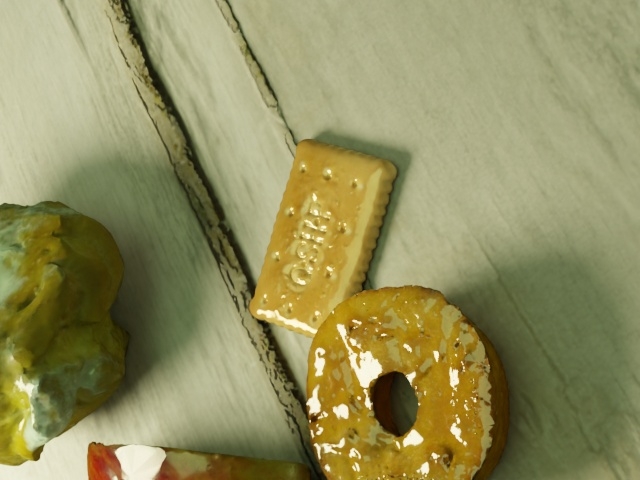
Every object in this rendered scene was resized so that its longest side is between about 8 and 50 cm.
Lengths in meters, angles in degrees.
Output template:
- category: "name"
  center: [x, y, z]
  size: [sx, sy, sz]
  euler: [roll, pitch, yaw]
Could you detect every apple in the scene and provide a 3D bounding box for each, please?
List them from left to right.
- category: "apple"
  center: [-0.169, 0.333, 1.826]
  size: [0.346, 0.179, 0.254]
  euler: [-1, 117, 32]

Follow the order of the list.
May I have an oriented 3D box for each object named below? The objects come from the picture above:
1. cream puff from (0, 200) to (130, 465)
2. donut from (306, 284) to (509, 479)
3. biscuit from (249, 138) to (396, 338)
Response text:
- category: "cream puff"
  center: [-0.422, 0.141, 1.974]
  size: [0.378, 0.275, 0.378]
  euler: [-12, 49, 15]
- category: "donut"
  center: [0.108, 0.195, 1.698]
  size: [0.277, 0.108, 0.278]
  euler: [-5, 80, 32]
- category: "biscuit"
  center: [0.000, 0.000, 1.845]
  size: [0.160, 0.030, 0.250]
  euler: [19, 92, 33]
